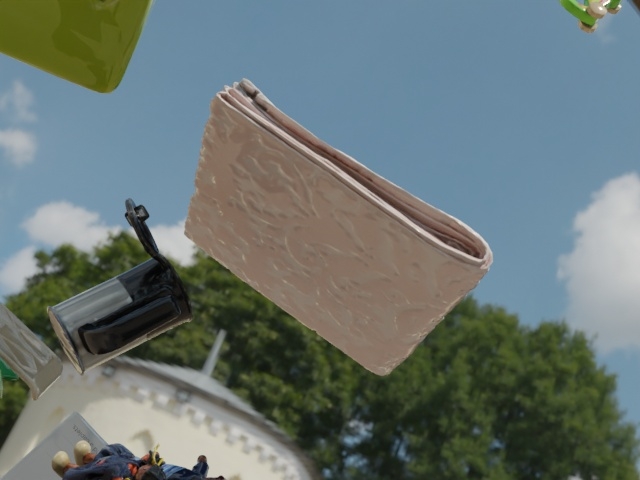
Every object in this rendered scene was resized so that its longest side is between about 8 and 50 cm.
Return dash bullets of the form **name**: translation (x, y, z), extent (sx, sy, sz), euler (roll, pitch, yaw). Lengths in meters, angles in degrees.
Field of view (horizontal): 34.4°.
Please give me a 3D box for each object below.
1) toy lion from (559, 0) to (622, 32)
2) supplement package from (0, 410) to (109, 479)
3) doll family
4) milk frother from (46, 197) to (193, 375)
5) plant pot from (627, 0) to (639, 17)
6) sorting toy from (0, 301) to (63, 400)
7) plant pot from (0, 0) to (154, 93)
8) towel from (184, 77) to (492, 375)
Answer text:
- **toy lion**: translation (0.324, -0.310, 1.272), extent (0.096, 0.100, 0.034), euler (41, -37, 13)
- **supplement package**: translation (-0.275, 0.339, 1.040), extent (0.199, 0.263, 0.198), euler (46, -16, 3)
- **doll family**: translation (-0.150, 0.196, 0.764), extent (0.111, 0.193, 0.076), euler (-1, -65, 32)
- **milk frother**: translation (-0.221, 0.048, 1.091), extent (0.143, 0.135, 0.129), euler (62, -22, 3)
- **plant pot**: translation (0.171, -0.197, 0.402), extent (0.263, 0.263, 0.229), euler (-25, -95, 54)
- **sorting toy**: translation (-0.143, 0.045, 0.452), extent (0.062, 0.012, 0.083), euler (49, 1, -5)
- **plant pot**: translation (-0.166, -0.258, 0.582), extent (0.228, 0.227, 0.207), euler (22, -52, -18)
- **towel**: translation (0.000, 0.000, 1.131), extent (0.317, 0.053, 0.332), euler (35, -27, 4)
